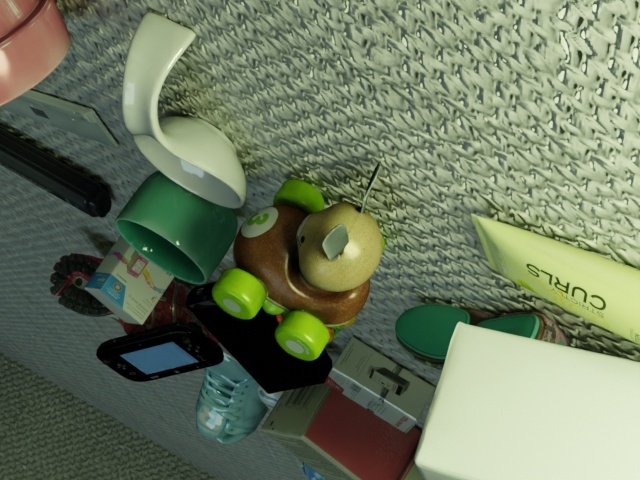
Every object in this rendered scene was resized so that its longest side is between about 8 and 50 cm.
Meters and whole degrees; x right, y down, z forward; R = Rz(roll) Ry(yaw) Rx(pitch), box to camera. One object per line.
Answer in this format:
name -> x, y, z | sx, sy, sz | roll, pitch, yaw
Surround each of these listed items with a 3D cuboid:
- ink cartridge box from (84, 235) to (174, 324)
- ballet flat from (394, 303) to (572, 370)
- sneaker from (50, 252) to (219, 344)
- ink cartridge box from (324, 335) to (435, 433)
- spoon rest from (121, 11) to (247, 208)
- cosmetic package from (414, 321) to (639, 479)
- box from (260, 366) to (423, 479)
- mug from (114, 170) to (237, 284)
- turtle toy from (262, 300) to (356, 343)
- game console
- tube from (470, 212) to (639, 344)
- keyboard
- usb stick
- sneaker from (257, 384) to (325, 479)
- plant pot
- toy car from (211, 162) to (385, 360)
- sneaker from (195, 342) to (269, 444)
ink cartridge box -> -0.267, 0.047, 1.545 | 0.052, 0.122, 0.088 | -1, 142, 50
ballet flat -> 0.172, 0.113, 1.129 | 0.079, 0.077, 0.221 | 41, 154, -29
sneaker -> -0.285, 0.094, 1.722 | 0.299, 0.121, 0.112 | 25, -173, 19
ink cartridge box -> 0.081, 0.200, 1.474 | 0.135, 0.056, 0.099 | 32, 160, 5
spoon rest -> -0.146, -0.108, 1.076 | 0.137, 0.084, 0.276 | 26, 158, 18
cosmetic package -> 0.297, 0.221, 0.978 | 0.384, 0.156, 0.217 | 14, 153, 20
box -> 0.050, 0.312, 1.669 | 0.232, 0.127, 0.148 | 41, 158, -20
mug -> -0.175, -0.029, 1.275 | 0.157, 0.097, 0.129 | 25, 159, 21
turtle toy -> -0.024, 0.089, 1.362 | 0.130, 0.066, 0.095 | 43, 157, -25
game console -> -0.170, 0.163, 1.582 | 0.361, 0.044, 0.213 | -16, 128, 32
tube -> 0.236, 0.044, 0.902 | 0.240, 0.062, 0.070 | 25, 118, 33
keyboard -> -0.362, -0.170, 1.357 | 0.256, 0.014, 0.072 | 20, 161, 32
usb stick -> -0.421, -0.114, 1.518 | 0.278, 0.045, 0.077 | 28, 158, 11
sneaker -> -0.012, 0.322, 1.755 | 0.240, 0.126, 0.091 | 33, 141, -25
plant pot -> -0.362, -0.229, 0.996 | 0.201, 0.201, 0.180 | 14, 137, 40
toy car -> 0.000, 0.000, 1.028 | 0.149, 0.155, 0.188 | 33, 150, -1
sneaker -> -0.152, 0.270, 1.838 | 0.135, 0.150, 0.366 | 25, 158, 17
